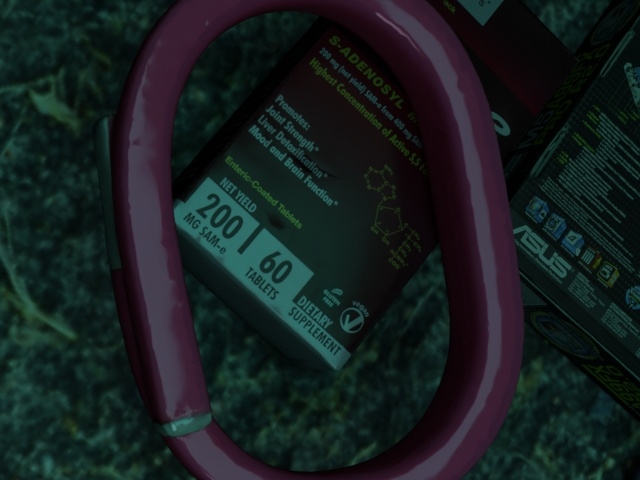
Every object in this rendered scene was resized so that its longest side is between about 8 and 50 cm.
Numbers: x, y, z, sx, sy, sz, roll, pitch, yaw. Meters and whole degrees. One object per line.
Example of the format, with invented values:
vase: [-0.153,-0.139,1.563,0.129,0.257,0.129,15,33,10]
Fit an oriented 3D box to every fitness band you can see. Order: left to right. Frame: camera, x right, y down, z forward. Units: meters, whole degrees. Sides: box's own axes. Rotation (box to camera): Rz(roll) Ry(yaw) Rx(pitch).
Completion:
fitness band: [0.000,0.000,0.607,0.209,0.054,0.290,-10,92,-20]

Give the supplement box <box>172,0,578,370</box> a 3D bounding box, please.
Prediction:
supplement box: [0.025,-0.057,0.687,0.130,0.073,0.239,42,73,-13]

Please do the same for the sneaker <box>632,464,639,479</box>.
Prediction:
sneaker: [0.255,0.194,0.763,0.053,0.059,0.144,-42,100,-16]

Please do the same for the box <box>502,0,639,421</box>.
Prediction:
box: [0.242,0.003,0.771,0.270,0.060,0.216,40,74,-14]
